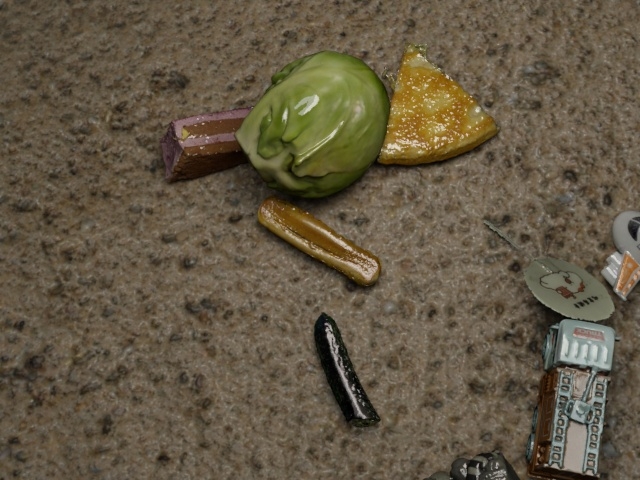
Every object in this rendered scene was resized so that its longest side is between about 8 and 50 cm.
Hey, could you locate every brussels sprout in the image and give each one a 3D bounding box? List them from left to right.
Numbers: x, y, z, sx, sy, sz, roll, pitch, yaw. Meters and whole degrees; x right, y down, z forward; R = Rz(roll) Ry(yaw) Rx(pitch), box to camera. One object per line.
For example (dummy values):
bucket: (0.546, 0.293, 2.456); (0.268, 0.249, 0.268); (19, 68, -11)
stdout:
brussels sprout: (-0.005, -0.235, 1.903); (0.328, 0.328, 0.247); (-33, 48, -7)

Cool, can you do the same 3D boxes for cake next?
cake: (-0.201, -0.222, 2.005); (0.295, 0.113, 0.116); (-18, 73, -15)

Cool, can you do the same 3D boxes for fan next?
fan: (0.447, 0.051, 1.879); (0.190, 0.009, 0.329); (-16, 48, -39)

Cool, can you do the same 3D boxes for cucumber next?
cucumber: (0.039, 0.258, 1.858); (0.067, 0.067, 0.245); (-25, 70, -4)

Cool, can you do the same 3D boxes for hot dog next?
hot dog: (-0.001, 0.001, 1.939); (0.289, 0.068, 0.083); (32, 100, 8)

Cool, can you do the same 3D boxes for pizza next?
pizza: (0.238, -0.303, 2.021); (0.280, 0.075, 0.288); (-8, 70, -3)

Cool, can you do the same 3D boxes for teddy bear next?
teddy bear: (0.256, 0.469, 1.729); (0.251, 0.171, 0.144); (-16, 39, 2)

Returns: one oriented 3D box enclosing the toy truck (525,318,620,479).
toy truck: (0.478, 0.300, 1.762); (0.136, 0.162, 0.305); (10, 73, 7)

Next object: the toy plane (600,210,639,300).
toy plane: (0.679, 0.036, 1.859); (0.244, 0.117, 0.245); (-1, 74, 4)
